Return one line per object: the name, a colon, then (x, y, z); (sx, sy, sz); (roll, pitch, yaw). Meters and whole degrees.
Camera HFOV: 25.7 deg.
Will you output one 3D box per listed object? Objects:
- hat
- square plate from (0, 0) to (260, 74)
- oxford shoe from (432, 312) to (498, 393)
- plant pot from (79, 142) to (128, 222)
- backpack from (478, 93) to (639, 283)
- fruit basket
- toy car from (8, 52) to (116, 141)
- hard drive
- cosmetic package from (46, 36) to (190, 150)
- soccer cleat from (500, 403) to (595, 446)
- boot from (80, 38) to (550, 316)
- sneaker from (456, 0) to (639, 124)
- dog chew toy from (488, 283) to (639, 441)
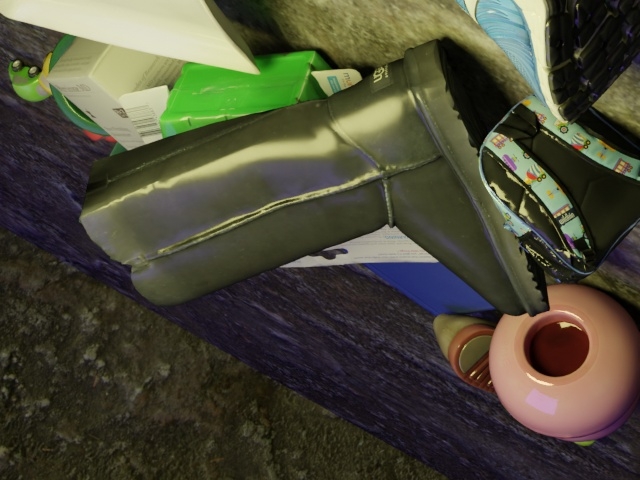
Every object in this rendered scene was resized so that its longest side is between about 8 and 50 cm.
hat: (-0.302, -0.263, 2.115); (0.208, 0.183, 0.173); (-2, 112, 15)
square plate: (-0.257, -0.287, 1.544); (0.344, 0.049, 0.347); (14, 172, 14)
oxford shoe: (0.321, 0.200, 2.211); (0.348, 0.123, 0.130); (34, -172, -31)
plant pot: (-0.264, -0.046, 2.476); (0.234, 0.165, 0.165); (33, 168, -39)
backpack: (0.247, -0.060, 1.454); (0.173, 0.158, 0.117); (42, 170, 6)
fruit basket: (-0.043, -0.087, 1.803); (0.327, 0.165, 0.353); (-3, 145, 25)
toy car: (-0.461, -0.252, 2.415); (0.225, 0.053, 0.239); (21, 161, 34)
hard drive: (0.169, 0.037, 2.106); (0.210, 0.040, 0.318); (35, 164, -10)
cosmetic package: (-0.236, -0.220, 1.896); (0.183, 0.151, 0.151); (41, 162, -28)
soccer cleat: (0.402, 0.304, 2.457); (0.179, 0.060, 0.072); (20, 152, 17)
boot: (-0.001, -0.002, 1.616); (0.445, 0.146, 0.367); (-21, 118, 16)
sneaker: (0.170, -0.231, 1.191); (0.147, 0.130, 0.330); (37, 169, 44)
dog chew toy: (0.353, 0.185, 1.941); (0.206, 0.206, 0.332); (25, 172, 25)
